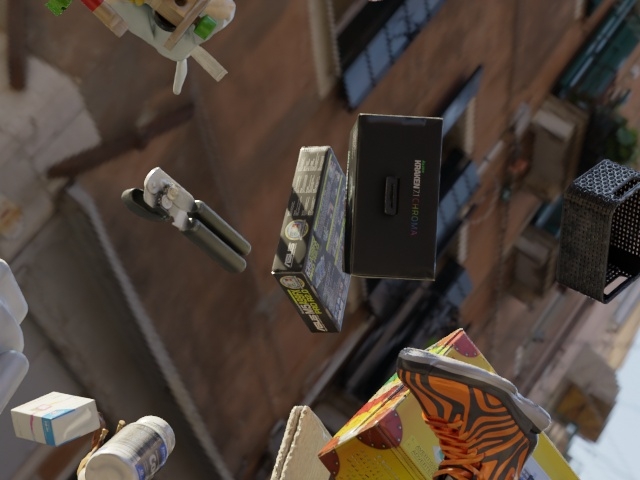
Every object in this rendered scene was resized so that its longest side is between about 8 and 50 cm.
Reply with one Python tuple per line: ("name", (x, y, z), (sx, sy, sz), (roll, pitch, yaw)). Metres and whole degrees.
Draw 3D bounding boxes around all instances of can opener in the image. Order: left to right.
("can opener", (-0.235, -0.034, 2.110), (0.093, 0.074, 0.280), (-10, -36, 40))

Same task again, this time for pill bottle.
("pill bottle", (-0.254, 0.294, 1.580), (0.078, 0.078, 0.137), (37, 23, 5))

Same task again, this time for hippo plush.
("hippo plush", (-0.250, -0.477, 2.186), (0.234, 0.236, 0.294), (-14, -40, 31))

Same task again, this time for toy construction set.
("toy construction set", (-0.246, -0.375, 1.694), (0.237, 0.309, 0.257), (44, -49, -14))

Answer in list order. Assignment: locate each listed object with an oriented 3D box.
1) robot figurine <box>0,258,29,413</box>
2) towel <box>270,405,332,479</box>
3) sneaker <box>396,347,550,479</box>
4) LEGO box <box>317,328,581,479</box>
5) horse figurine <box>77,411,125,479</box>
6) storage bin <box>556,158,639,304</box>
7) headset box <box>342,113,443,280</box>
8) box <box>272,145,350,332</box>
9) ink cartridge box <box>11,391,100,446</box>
("robot figurine", (-0.533, 0.172, 1.546), (0.300, 0.353, 0.199), (9, -42, 25))
("towel", (-0.046, 0.498, 2.406), (0.049, 0.282, 0.187), (0, -38, 26))
("sneaker", (0.185, 0.262, 1.511), (0.125, 0.180, 0.321), (13, -15, 45))
("LEGO box", (0.293, 0.487, 2.300), (0.500, 0.372, 0.193), (52, -48, 1))
("horse figurine", (-0.467, 0.478, 2.412), (0.066, 0.174, 0.263), (23, 29, -17))
("storage bin", (0.420, -0.013, 1.719), (0.084, 0.122, 0.180), (28, -45, 36))
("headset box", (0.109, -0.062, 1.827), (0.131, 0.246, 0.283), (3, 0, -2))
("box", (0.000, 0.000, 2.104), (0.060, 0.270, 0.216), (-1, -33, 21))
("ink cartridge box", (-0.435, 0.292, 1.912), (0.122, 0.088, 0.052), (0, -76, 44))
